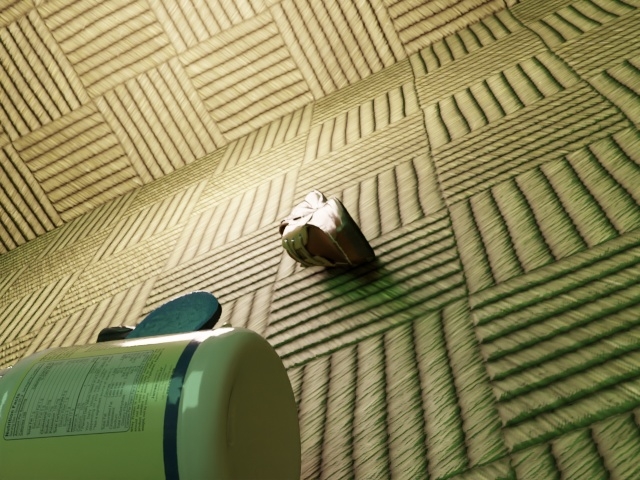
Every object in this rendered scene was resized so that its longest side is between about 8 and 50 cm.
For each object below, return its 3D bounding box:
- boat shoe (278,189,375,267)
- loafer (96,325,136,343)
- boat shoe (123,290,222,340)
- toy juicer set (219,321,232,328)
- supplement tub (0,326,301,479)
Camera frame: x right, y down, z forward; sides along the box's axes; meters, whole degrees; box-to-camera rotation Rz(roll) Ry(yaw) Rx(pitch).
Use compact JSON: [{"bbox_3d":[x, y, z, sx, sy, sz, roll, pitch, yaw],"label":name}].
[{"bbox_3d":[0.000,0.000,1.418,0.120,0.122,0.324,-36,12,-4],"label":"boat shoe"},{"bbox_3d":[-0.294,0.184,1.422,0.223,0.076,0.078,-11,62,26],"label":"loafer"},{"bbox_3d":[-0.263,0.181,1.317,0.258,0.089,0.109,-36,48,-10],"label":"boat shoe"},{"bbox_3d":[-0.166,0.221,1.147,0.209,0.089,0.329,-49,6,-7],"label":"toy juicer set"},{"bbox_3d":[-0.206,0.222,0.873,0.325,0.235,0.235,-9,25,19],"label":"supplement tub"}]
